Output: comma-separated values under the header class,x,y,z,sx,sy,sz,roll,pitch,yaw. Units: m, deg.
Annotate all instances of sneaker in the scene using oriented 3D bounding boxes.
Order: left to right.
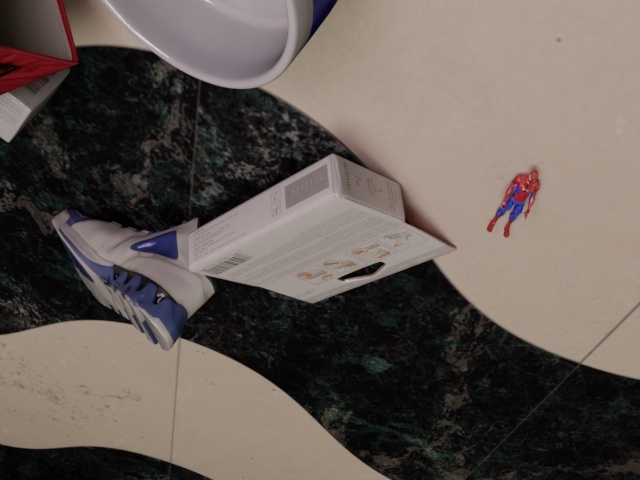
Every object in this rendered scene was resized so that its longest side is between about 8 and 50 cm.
class,x,y,z,sx,sy,sz,roll,pitch,yaw
sneaker,-0.268,0.032,1.087,0.315,0.182,0.127,31,146,33

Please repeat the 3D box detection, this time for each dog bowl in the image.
class,x,y,z,sx,sy,sz,roll,pitch,yaw
dog bowl,-0.109,-0.278,0.638,0.265,0.104,0.265,26,153,14

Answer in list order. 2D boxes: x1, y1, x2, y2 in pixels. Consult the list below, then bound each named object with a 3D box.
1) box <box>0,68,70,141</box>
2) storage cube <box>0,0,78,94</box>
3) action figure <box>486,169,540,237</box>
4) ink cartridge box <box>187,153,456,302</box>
class,x,y,z,sx,sy,sz,roll,pitch,yaw
box,-0.407,-0.207,0.890,0.102,0.101,0.087,39,136,-19
storage cube,-0.406,-0.251,0.705,0.193,0.184,0.215,-14,92,21
action figure,0.250,-0.048,0.871,0.038,0.030,0.115,22,138,4
ink cartridge box,0.000,0.000,0.986,0.296,0.066,0.261,-24,150,37
